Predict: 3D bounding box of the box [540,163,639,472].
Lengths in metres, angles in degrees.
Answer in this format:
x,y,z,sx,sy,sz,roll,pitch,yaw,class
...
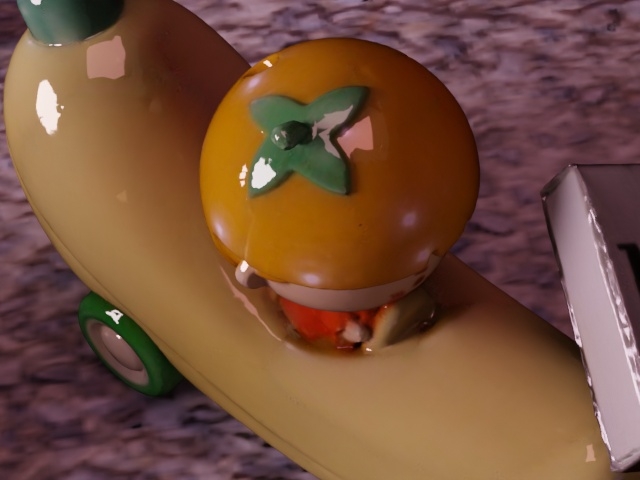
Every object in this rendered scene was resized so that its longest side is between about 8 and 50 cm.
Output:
x,y,z,sx,sy,sz,roll,pitch,yaw,class
0.177,0.024,0.656,0.177,0.036,0.115,-3,65,-24,box

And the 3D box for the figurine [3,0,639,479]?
x,y,z,sx,sy,sz,roll,pitch,yaw,class
0.000,0.000,0.709,0.324,0.222,0.124,35,59,23,figurine
